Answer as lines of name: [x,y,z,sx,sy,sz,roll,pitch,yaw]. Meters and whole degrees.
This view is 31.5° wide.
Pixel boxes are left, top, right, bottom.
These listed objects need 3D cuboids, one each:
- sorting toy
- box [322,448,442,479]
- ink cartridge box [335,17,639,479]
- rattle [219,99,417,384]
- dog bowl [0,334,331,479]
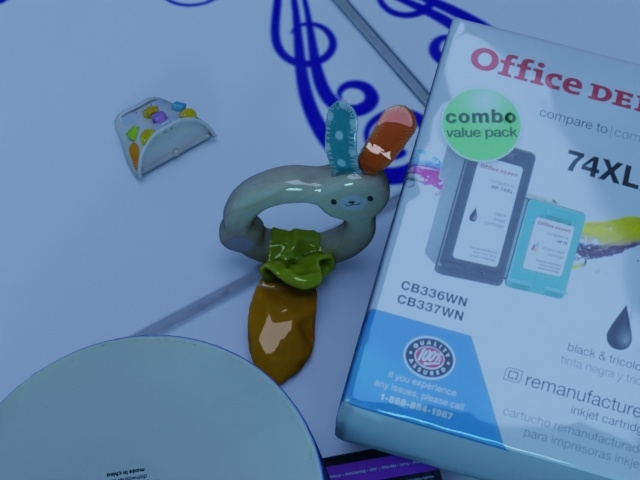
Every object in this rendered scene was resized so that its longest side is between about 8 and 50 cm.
sorting toy: [-0.152,-0.106,1.038,0.083,0.045,0.075,-32,44,-19]
box: [0.043,0.233,0.828,0.116,0.029,0.162,-9,57,-5]
ink cartridge box: [0.141,0.025,0.794,0.198,0.197,0.270,15,74,4]
rattle: [0.000,0.000,0.873,0.130,0.200,0.142,37,47,-21]
dog bowl: [-0.119,0.202,0.782,0.265,0.104,0.265,-3,59,6]
